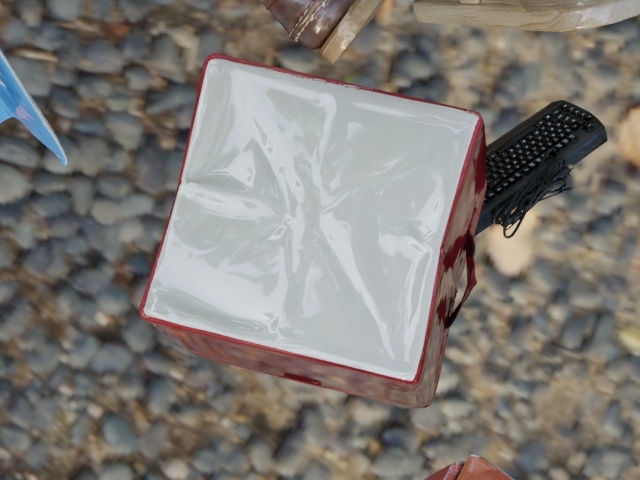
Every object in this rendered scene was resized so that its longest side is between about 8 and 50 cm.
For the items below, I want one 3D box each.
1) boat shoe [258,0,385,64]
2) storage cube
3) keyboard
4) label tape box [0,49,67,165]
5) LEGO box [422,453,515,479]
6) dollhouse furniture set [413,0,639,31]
[{"bbox_3d":[0.030,-0.191,1.165,0.073,0.073,0.207,36,44,1],"label":"boat shoe"},{"bbox_3d":[0.000,0.000,1.278,0.215,0.193,0.184,14,82,7],"label":"storage cube"},{"bbox_3d":[0.170,-0.065,1.636,0.192,0.100,0.038,-36,138,-21],"label":"keyboard"},{"bbox_3d":[-0.380,-0.162,1.432,0.115,0.347,0.249,-51,157,-13],"label":"label tape box"},{"bbox_3d":[-0.021,0.428,1.201,0.193,0.372,0.500,37,55,-8],"label":"LEGO box"},{"bbox_3d":[0.064,-0.168,0.582,0.242,0.161,0.212,-22,109,-31],"label":"dollhouse furniture set"}]
